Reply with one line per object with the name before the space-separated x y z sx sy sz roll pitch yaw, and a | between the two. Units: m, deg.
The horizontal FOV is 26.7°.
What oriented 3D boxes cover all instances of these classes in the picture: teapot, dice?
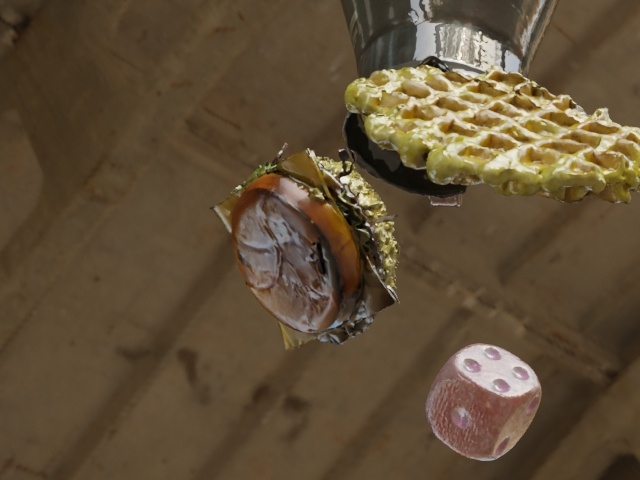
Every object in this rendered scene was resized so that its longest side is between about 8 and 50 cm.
teapot | 0.161 -0.235 1.774 0.305 0.362 0.376 3 -34 10
dice | 0.174 0.173 1.441 0.091 0.093 0.094 -25 -39 -46

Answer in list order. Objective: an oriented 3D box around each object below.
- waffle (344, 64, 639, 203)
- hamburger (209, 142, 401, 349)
waffle | 0.181 -0.113 1.366 0.307 0.312 0.060 0 -63 -23
hamburger | 0.000 0.000 1.585 0.138 0.261 0.243 -31 -85 -37
